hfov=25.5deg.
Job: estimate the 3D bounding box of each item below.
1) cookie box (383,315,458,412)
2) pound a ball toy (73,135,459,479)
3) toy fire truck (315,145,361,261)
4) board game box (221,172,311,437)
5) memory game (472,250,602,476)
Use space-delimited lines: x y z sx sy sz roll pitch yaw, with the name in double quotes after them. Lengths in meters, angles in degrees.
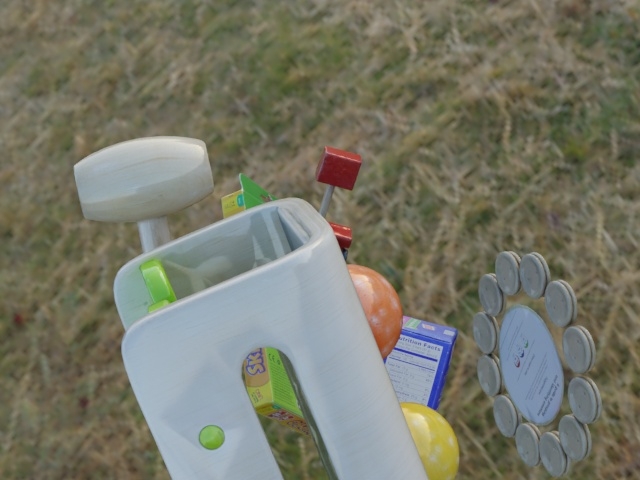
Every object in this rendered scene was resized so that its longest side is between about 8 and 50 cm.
0.050 0.103 0.850 0.040 0.092 0.107 16 92 8 "cookie box"
-0.010 0.094 0.741 0.135 0.319 0.208 -22 15 -5 "pound a ball toy"
0.000 0.000 1.674 0.135 0.047 0.192 -94 21 -61 "toy fire truck"
-0.046 0.065 1.456 0.039 0.124 0.259 -19 62 23 "board game box"
0.171 0.097 1.132 0.012 0.186 0.186 -9 32 -22 "memory game"
